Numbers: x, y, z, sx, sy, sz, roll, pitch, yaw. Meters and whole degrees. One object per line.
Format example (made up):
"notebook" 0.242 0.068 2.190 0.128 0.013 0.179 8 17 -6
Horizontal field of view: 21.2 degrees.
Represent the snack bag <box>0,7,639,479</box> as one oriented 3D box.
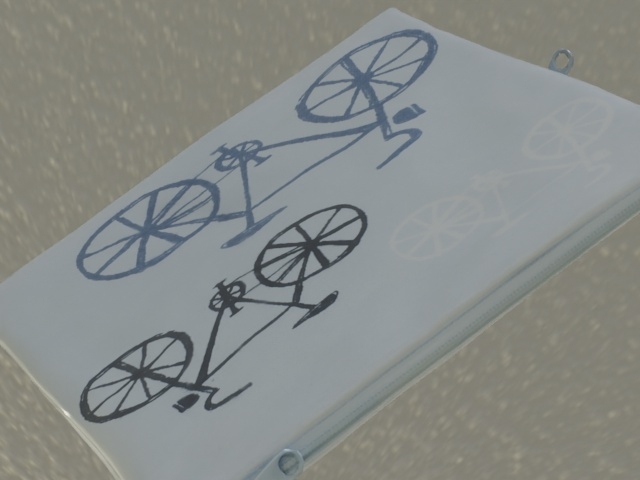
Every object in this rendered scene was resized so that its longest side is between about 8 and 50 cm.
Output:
"snack bag" 0.000 0.000 0.881 0.323 0.342 0.037 -36 -62 -12
